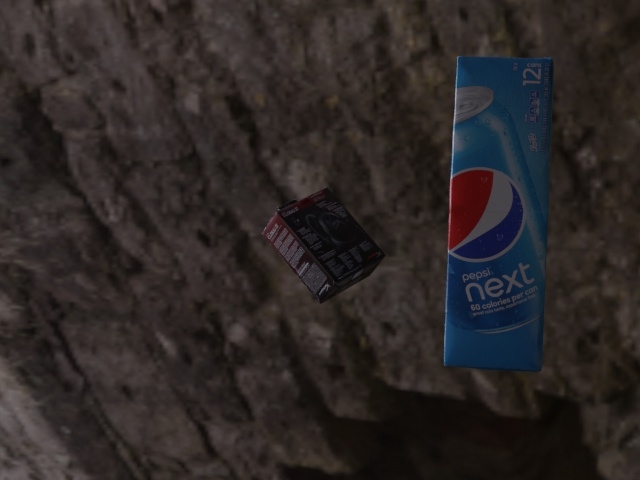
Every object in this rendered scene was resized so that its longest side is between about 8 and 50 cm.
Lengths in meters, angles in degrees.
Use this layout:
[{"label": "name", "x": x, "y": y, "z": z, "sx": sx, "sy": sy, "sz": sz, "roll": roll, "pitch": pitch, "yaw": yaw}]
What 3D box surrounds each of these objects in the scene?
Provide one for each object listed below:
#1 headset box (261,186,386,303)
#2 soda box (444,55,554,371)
[{"label": "headset box", "x": 0.000, "y": 0.000, "z": 1.110, "sx": 0.083, "sy": 0.032, "sz": 0.062, "roll": 48, "pitch": -134, "yaw": 14}, {"label": "soda box", "x": 0.122, "y": -0.017, "z": 0.966, "sx": 0.071, "sy": 0.067, "sz": 0.210, "roll": 27, "pitch": -115, "yaw": -81}]
